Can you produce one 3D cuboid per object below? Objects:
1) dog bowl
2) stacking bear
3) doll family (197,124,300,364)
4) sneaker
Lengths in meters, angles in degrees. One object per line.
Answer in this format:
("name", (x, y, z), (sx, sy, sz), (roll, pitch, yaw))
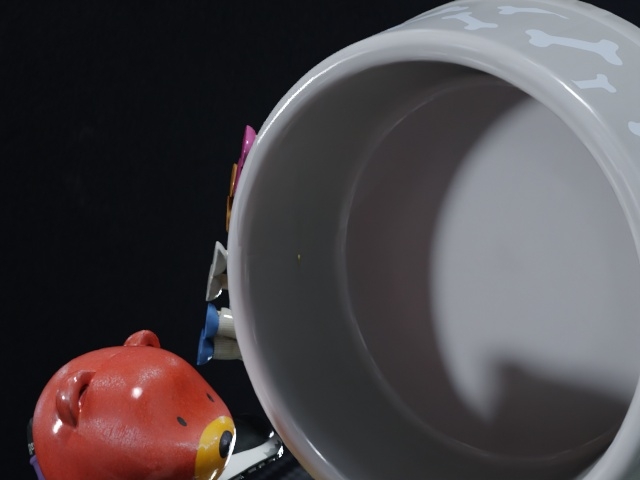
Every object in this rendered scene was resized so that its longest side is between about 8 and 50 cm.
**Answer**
("dog bowl", (0.087, 0.026, 0.789), (0.348, 0.102, 0.349), (8, -77, 38))
("stacking bear", (-0.106, 0.204, 0.795), (0.164, 0.175, 0.289), (3, -76, 27))
("doll family", (0.000, 0.000, 1.071), (0.163, 0.118, 0.263), (10, -59, -8))
("sneaker", (-0.124, 0.151, 1.035), (0.107, 0.283, 0.124), (-29, -96, 20))
